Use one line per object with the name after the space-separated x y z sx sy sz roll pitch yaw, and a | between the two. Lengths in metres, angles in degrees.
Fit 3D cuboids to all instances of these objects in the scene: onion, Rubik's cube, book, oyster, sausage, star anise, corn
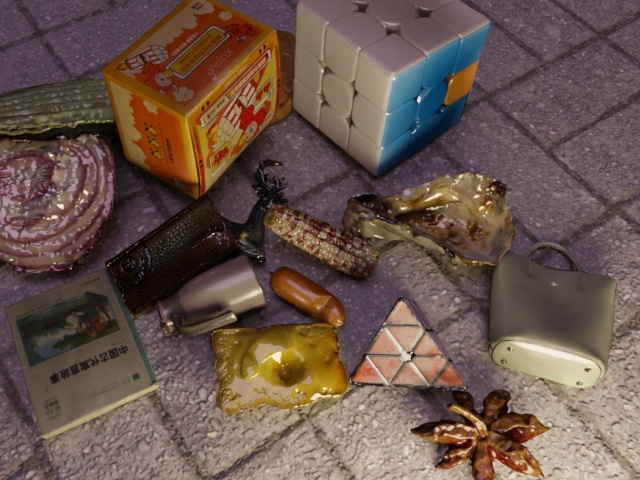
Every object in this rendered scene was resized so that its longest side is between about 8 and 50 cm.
-0.563 -0.071 1.333 0.314 0.146 0.280 1 84 -8 | onion
0.140 -0.374 1.440 0.291 0.290 0.291 -36 63 -25 | Rubik's cube
-0.439 0.193 1.220 0.214 0.025 0.283 -24 59 -17 | book
0.184 0.180 1.214 0.190 0.211 0.178 32 33 -1 | Rubik's cube
0.209 -0.034 1.320 0.336 0.133 0.198 3 57 5 | oyster
-0.024 0.106 1.269 0.183 0.054 0.062 30 93 15 | sausage
0.276 0.326 1.107 0.212 0.111 0.196 -16 65 -19 | star anise
0.000 0.000 1.301 0.237 0.079 0.080 25 58 -3 | corn

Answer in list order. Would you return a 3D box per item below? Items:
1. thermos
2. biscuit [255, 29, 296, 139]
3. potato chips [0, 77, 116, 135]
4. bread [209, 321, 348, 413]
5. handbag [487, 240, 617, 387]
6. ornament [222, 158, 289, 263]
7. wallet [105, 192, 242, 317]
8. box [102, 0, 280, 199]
-0.201 0.114 1.222 0.193 0.105 0.137 -21 34 -10 | thermos
-0.228 -0.392 1.587 0.364 0.062 0.385 15 58 7 | biscuit
-0.579 -0.280 1.416 0.429 0.070 0.358 -16 26 -25 | potato chips
-0.073 0.225 1.172 0.232 0.088 0.161 -4 62 -7 | bread
0.434 0.105 1.253 0.241 0.109 0.315 16 54 8 | handbag
-0.168 -0.078 1.374 0.202 0.080 0.236 18 61 7 | ornament
-0.283 0.026 1.270 0.243 0.039 0.133 -34 76 2 | wallet
-0.241 -0.283 1.332 0.213 0.260 0.284 30 61 12 | box
